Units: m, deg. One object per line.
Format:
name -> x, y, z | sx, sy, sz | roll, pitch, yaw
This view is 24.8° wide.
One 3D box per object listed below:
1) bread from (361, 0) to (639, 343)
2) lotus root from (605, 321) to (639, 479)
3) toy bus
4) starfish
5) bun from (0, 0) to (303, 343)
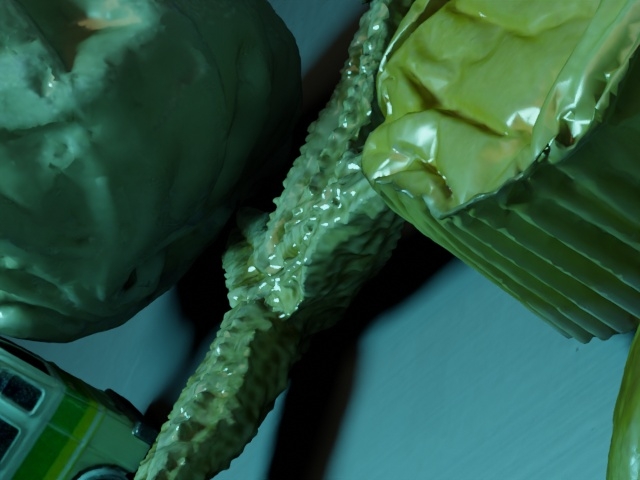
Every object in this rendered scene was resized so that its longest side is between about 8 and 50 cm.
bread -> 0.132, -0.086, 0.567 | 0.250, 0.133, 0.179 | -58, 22, 4
lotus root -> 0.126, 0.068, 0.332 | 0.138, 0.138, 0.214 | -7, 63, 66
toy bus -> -0.246, 0.203, 0.989 | 0.276, 0.165, 0.134 | -57, 19, -6
starfish -> 0.000, 0.000, 0.810 | 0.324, 0.082, 0.432 | -54, 8, 26
bun -> -0.155, -0.066, 1.034 | 0.360, 0.211, 0.359 | -41, -18, -17
